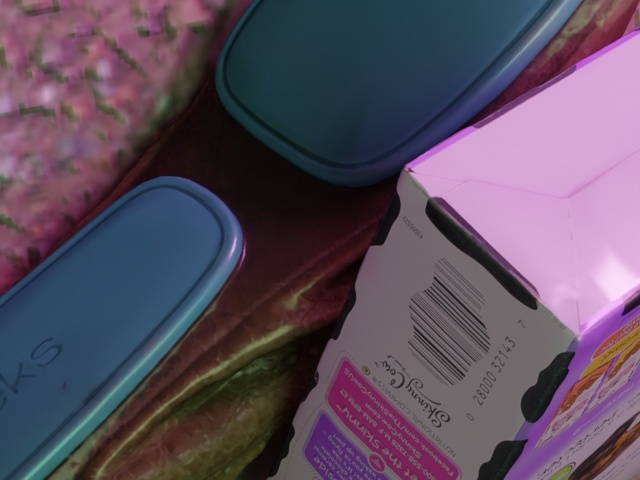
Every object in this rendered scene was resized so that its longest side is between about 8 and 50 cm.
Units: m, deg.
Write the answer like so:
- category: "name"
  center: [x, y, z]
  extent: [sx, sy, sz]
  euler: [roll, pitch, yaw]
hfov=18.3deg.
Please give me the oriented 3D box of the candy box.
- category: "candy box"
  center: [0.073, 0.030, 0.627]
  extent: [0.165, 0.070, 0.196]
  euler: [-31, 156, -37]

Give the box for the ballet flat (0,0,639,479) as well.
- category: "ballet flat"
  center: [0.000, 0.000, 0.650]
  extent: [0.342, 0.116, 0.124]
  euler: [-48, 141, -4]
